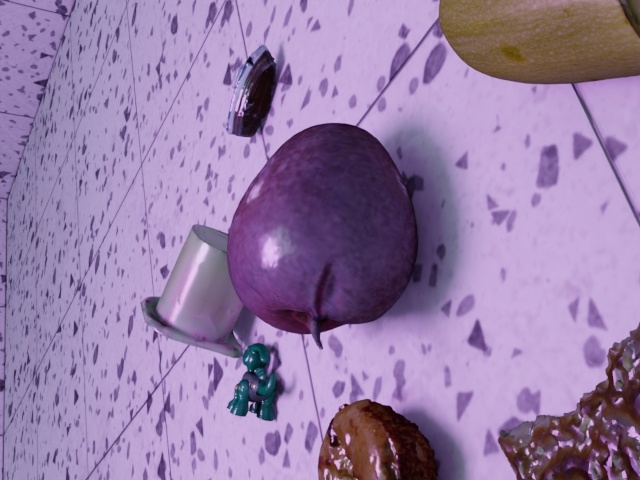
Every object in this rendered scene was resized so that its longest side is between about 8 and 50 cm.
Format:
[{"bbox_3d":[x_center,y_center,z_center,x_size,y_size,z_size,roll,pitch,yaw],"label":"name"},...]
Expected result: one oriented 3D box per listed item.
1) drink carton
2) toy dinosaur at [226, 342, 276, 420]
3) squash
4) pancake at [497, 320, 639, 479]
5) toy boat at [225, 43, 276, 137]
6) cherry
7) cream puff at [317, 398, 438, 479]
[{"bbox_3d":[-0.160,0.062,1.170,0.142,0.144,0.146,-66,23,12],"label":"drink carton"},{"bbox_3d":[-0.085,0.185,1.095,0.132,0.059,0.096,177,105,-69],"label":"toy dinosaur"},{"bbox_3d":[0.181,-0.182,0.632,0.247,0.133,0.132,8,91,63],"label":"squash"},{"bbox_3d":[0.239,0.166,0.508,0.426,0.067,0.304,-60,34,38],"label":"pancake"},{"bbox_3d":[-0.105,-0.221,1.213,0.066,0.059,0.140,38,115,38],"label":"toy boat"},{"bbox_3d":[0.000,0.000,0.856,0.213,0.184,0.265,-15,55,50],"label":"cherry"},{"bbox_3d":[0.057,0.225,0.800,0.149,0.085,0.148,-32,52,53],"label":"cream puff"}]
